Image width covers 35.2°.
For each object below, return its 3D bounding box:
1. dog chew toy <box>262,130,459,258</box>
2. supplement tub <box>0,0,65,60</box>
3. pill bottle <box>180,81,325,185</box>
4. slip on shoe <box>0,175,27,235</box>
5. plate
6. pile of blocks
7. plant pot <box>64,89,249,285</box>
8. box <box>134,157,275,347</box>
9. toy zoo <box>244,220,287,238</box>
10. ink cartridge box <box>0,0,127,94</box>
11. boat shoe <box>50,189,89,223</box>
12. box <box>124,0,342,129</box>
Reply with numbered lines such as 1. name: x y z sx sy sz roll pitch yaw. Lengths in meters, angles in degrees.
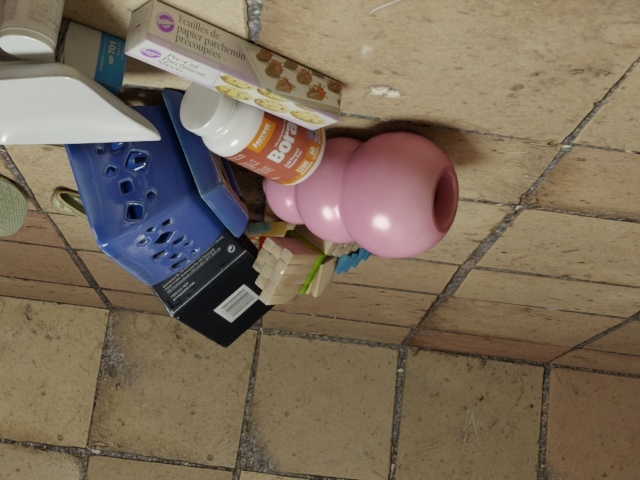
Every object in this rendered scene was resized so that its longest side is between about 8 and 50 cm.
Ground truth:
1. dog chew toy: 0.054 -0.082 1.661 0.332 0.206 0.207 8 166 30
2. supplement tub: -0.357 -0.286 1.253 0.071 0.107 0.071 7 164 2
3. pill bottle: -0.102 -0.171 1.527 0.121 0.121 0.216 -7 159 41
4. slip on shoe: -0.734 -0.101 2.087 0.101 0.123 0.331 24 175 32
5. plate: -0.397 -0.191 1.391 0.278 0.045 0.278 1 170 15
6. pile of blocks: 0.000 0.000 1.828 0.113 0.362 0.148 38 135 28
7. plant pot: -0.253 -0.091 1.625 0.212 0.235 0.236 -23 159 2
8. box: -0.241 0.011 1.870 0.294 0.183 0.296 48 178 21
9. toy zoo: -0.210 -0.011 2.186 0.293 0.030 0.192 -8 179 42
10. ink cartridge box: -0.387 -0.256 1.419 0.191 0.082 0.140 17 162 -31
11. boat shoe: -0.501 -0.072 2.169 0.153 0.056 0.048 24 162 -28
12. box: -0.112 -0.237 1.403 0.324 0.063 0.067 19 159 -36
